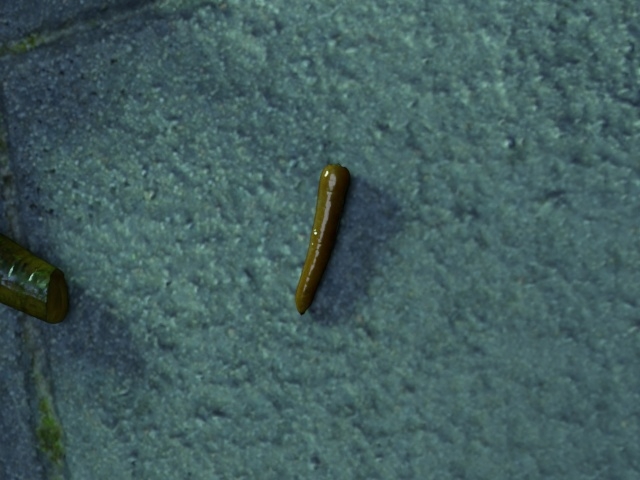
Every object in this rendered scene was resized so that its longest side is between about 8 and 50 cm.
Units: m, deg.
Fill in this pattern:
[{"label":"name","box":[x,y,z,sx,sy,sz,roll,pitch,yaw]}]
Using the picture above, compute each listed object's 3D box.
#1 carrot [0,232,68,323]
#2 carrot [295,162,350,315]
[{"label":"carrot","box":[-0.397,0.041,1.620,0.173,0.082,0.082,23,94,15]},{"label":"carrot","box":[0.000,0.000,1.523,0.037,0.037,0.190,15,93,17]}]
